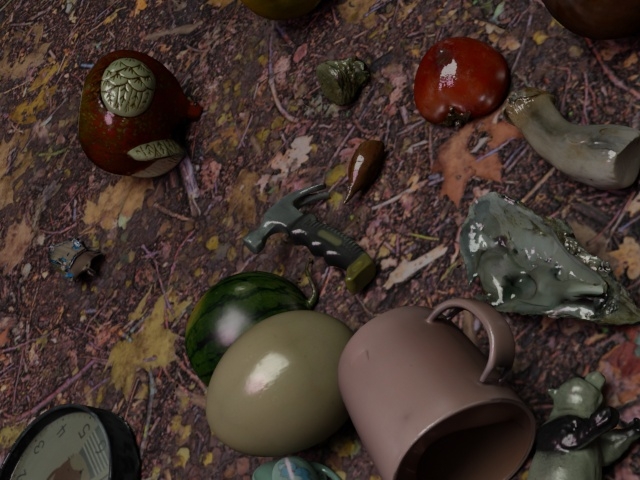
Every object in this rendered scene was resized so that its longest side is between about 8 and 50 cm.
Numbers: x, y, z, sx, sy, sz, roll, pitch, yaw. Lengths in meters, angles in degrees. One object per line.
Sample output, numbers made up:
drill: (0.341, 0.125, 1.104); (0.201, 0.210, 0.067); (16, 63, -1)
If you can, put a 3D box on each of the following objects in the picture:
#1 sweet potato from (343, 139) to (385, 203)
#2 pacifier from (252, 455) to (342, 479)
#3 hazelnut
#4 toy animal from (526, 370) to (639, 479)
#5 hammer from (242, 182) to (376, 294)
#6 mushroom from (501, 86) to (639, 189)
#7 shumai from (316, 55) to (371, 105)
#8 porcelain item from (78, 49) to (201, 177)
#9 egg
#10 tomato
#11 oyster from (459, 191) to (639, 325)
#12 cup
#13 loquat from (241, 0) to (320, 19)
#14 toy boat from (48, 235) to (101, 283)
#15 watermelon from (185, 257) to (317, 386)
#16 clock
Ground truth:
sweet potato: (0.062, -0.108, 1.506); (0.049, 0.049, 0.117); (13, 71, 44)
pacifier: (-0.031, 0.361, 1.291); (0.150, 0.126, 0.117); (-133, 44, -62)
hazelnut: (0.375, -0.378, 1.296); (0.210, 0.210, 0.186); (-47, 5, 8)
toy animal: (0.294, 0.252, 1.071); (0.121, 0.094, 0.225); (-12, 59, 46)
hammer: (0.000, 0.000, 1.480); (0.159, 0.041, 0.226); (-43, 49, -15)
mushroom: (0.332, -0.138, 1.274); (0.223, 0.081, 0.092); (39, 111, 48)
shumai: (0.045, -0.282, 1.625); (0.080, 0.082, 0.083); (-33, 71, -27)
porcelain item: (-0.349, -0.247, 1.856); (0.253, 0.253, 0.253); (-21, 54, 31)
egg: (-0.049, 0.201, 1.317); (0.241, 0.186, 0.186); (-38, 46, 7)
tomato: (0.199, -0.251, 1.445); (0.159, 0.091, 0.139); (-7, 60, 40)
oyster: (0.278, 0.021, 1.218); (0.252, 0.087, 0.199); (-14, 66, 43)
cup: (0.141, 0.174, 1.153); (0.200, 0.191, 0.253); (57, 132, 47)
loquat: (-0.083, -0.522, 1.770); (0.246, 0.213, 0.213); (22, 81, 54)
toy boat: (-0.511, 0.032, 1.912); (0.084, 0.066, 0.210); (-54, 31, -16)
watermelon: (-0.121, 0.129, 1.471); (0.232, 0.127, 0.204); (-25, 47, 21)
clock: (-0.440, 0.434, 1.604); (0.325, 0.067, 0.325); (-20, 54, 30)
